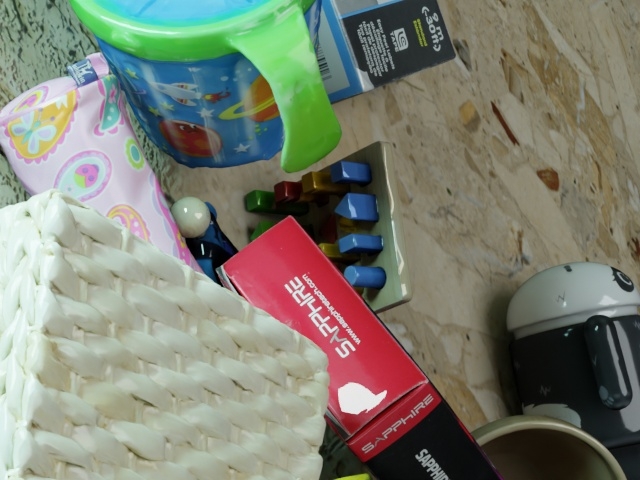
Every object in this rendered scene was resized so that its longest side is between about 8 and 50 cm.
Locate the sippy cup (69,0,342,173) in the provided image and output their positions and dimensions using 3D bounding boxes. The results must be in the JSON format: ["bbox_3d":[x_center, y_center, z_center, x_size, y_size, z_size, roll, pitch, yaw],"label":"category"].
[{"bbox_3d":[-0.098,-0.190,1.479,0.224,0.240,0.305,83,8,-53],"label":"sippy cup"}]

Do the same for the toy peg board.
[{"bbox_3d":[0.000,0.000,1.626,0.079,0.161,0.161,4,72,-38],"label":"toy peg board"}]

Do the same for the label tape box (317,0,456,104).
[{"bbox_3d":[0.049,-0.295,1.861,0.334,0.106,0.240,-27,99,-55],"label":"label tape box"}]

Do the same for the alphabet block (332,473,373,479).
[{"bbox_3d":[-0.033,0.335,1.390,0.193,0.192,0.197,-37,105,-56],"label":"alphabet block"}]

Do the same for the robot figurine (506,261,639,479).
[{"bbox_3d":[0.322,0.163,1.981,0.174,0.209,0.278,-4,78,-42],"label":"robot figurine"}]

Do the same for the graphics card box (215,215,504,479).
[{"bbox_3d":[0.064,0.160,1.514,0.233,0.094,0.371,49,-4,40],"label":"graphics card box"}]

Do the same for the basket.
[{"bbox_3d":[-0.188,0.188,1.171,0.331,0.266,0.328,36,47,-44],"label":"basket"}]

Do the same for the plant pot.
[{"bbox_3d":[0.205,0.292,1.776,0.237,0.237,0.110,62,-6,-16],"label":"plant pot"}]

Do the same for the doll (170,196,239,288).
[{"bbox_3d":[-0.093,0.019,1.530,0.189,0.046,0.129,56,21,-51],"label":"doll"}]

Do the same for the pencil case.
[{"bbox_3d":[-0.170,-0.011,1.409,0.124,0.124,0.284,-40,108,-54],"label":"pencil case"}]
